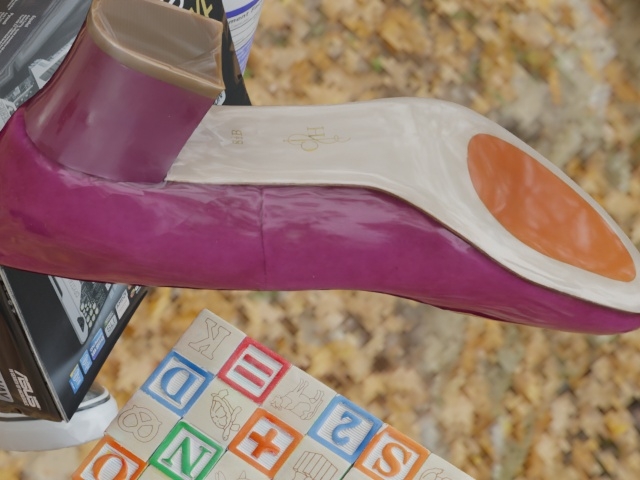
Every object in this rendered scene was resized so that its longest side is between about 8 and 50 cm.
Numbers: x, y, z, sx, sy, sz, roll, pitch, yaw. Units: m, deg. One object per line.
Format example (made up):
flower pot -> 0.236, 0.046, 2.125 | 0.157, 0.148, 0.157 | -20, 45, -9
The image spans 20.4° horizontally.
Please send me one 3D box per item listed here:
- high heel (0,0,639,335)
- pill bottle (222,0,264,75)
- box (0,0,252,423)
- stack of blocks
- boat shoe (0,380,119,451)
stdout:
high heel -> 0.000, 0.000, 1.010 | 0.377, 0.181, 0.127 | 26, 38, -15
pill bottle -> -0.121, -0.213, 1.473 | 0.152, 0.272, 0.152 | 8, 52, -10
box -> -0.158, -0.077, 1.161 | 0.077, 0.242, 0.307 | 9, 46, 23
stack of blocks -> -0.016, 0.206, 1.339 | 0.297, 0.087, 0.171 | 31, 67, 16
boat shoe -> -0.303, 0.126, 1.782 | 0.121, 0.335, 0.119 | -13, 104, -29
